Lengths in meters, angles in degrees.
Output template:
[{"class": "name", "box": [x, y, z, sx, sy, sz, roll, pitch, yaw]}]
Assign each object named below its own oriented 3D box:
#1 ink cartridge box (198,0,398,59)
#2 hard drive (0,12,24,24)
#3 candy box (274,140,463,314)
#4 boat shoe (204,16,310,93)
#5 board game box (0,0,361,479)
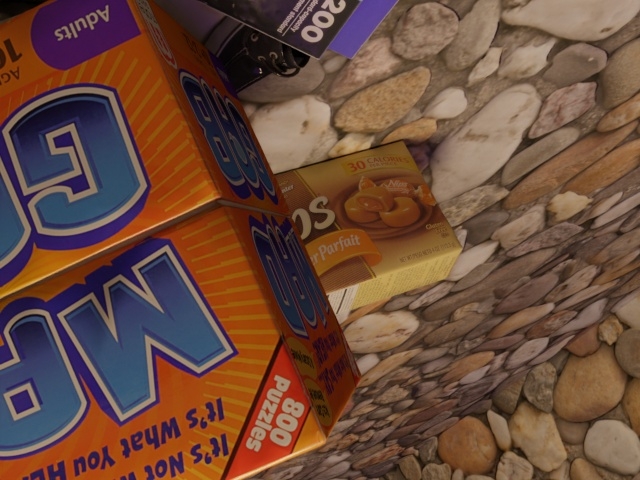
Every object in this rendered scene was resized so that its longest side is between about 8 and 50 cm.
[{"class": "ink cartridge box", "box": [0.014, -0.263, 0.953, 0.208, 0.045, 0.206, 18, 125, -35]}, {"class": "hard drive", "box": [-0.343, -0.109, 0.911, 0.308, 0.040, 0.203, -24, 177, -17]}, {"class": "candy box", "box": [0.000, 0.000, 1.389, 0.317, 0.182, 0.087, -17, 153, -19]}, {"class": "boat shoe", "box": [-0.032, -0.206, 1.077, 0.228, 0.076, 0.080, -37, 154, 22]}, {"class": "board game box", "box": [-0.207, 0.046, 0.913, 0.357, 0.356, 0.356, -25, 177, 5]}]
